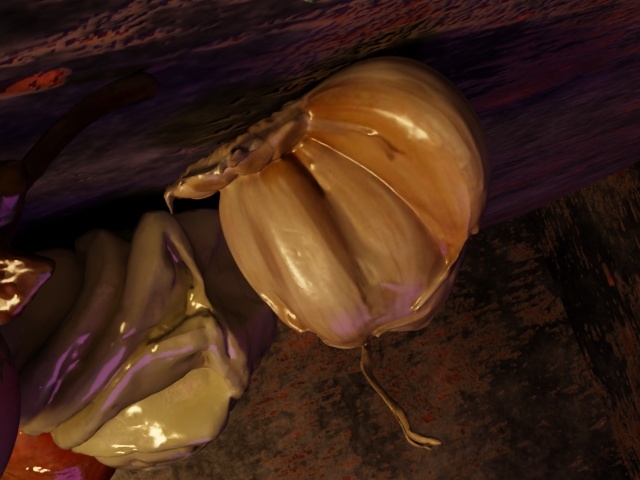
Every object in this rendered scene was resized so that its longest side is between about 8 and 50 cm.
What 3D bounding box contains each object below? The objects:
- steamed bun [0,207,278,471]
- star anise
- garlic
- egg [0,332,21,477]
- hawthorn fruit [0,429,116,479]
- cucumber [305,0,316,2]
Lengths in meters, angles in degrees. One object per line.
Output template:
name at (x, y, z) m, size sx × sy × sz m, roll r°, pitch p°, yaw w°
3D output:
steamed bun at (-0.167, 0.099, 0.859) m, size 0.268 × 0.207 × 0.280 m, roll -19°, pitch 174°, yaw 21°
star anise at (-0.160, 0.002, 0.389) m, size 0.234 × 0.073 × 0.177 m, roll -23°, pitch -146°, yaw -8°
garlic at (0.000, 0.000, 0.611) m, size 0.207 × 0.256 × 0.207 m, roll 3°, pitch 138°, yaw 3°
egg at (-0.286, 0.107, 0.608) m, size 0.196 × 0.196 × 0.271 m, roll -19°, pitch -178°, yaw -15°
hawthorn fruit at (-0.307, 0.179, 1.114) m, size 0.242 × 0.242 × 0.272 m, roll -23°, pitch -172°, yaw 28°
cucumber at (0.030, -0.123, 0.323) m, size 0.032 × 0.032 × 0.133 m, roll -16°, pitch 172°, yaw -40°
